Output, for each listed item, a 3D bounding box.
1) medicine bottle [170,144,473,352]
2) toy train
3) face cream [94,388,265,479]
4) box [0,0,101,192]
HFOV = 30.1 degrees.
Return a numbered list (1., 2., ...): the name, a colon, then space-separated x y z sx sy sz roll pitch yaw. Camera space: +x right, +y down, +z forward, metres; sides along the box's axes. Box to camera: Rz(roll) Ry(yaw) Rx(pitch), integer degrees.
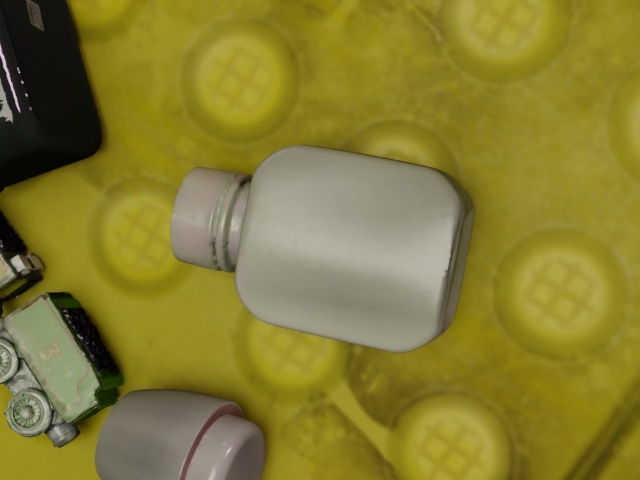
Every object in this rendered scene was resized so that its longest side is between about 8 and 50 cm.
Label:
1. medicine bottle: 0.000 0.000 0.762 0.183 0.069 0.119 11 96 13
2. toy train: -0.214 0.046 0.827 0.081 0.060 0.202 -34 84 7
3. face cream: -0.092 0.143 0.783 0.095 0.091 0.091 15 97 21
4. box: -0.224 -0.136 0.775 0.090 0.144 0.200 -16 88 12
